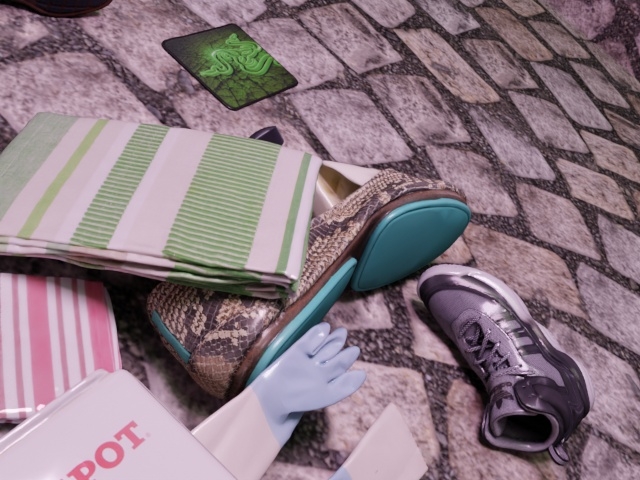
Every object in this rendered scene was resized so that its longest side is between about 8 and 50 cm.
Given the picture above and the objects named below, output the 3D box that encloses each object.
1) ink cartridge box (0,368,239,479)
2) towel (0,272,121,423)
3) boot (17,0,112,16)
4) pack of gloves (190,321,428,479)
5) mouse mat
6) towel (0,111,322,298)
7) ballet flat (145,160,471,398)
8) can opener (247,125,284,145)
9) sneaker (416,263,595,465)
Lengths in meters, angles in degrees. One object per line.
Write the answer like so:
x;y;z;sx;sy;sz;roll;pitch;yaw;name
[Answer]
-0.104;0.307;0.448;0.385;0.160;0.279;43;37;8;ink cartridge box
-0.271;0.092;0.652;0.197;0.029;0.144;7;47;-31;towel
-0.380;-0.355;0.984;0.219;0.082;0.106;-6;58;-40;boot
-0.016;0.199;0.692;0.232;0.046;0.195;-36;104;-43;pack of gloves
-0.131;-0.266;1.153;0.152;0.007;0.190;43;37;7;mouse mat
-0.168;-0.044;0.763;0.325;0.038;0.248;7;37;2;towel
0.000;0.000;0.869;0.182;0.164;0.483;39;40;18;ballet flat
-0.102;-0.075;0.940;0.186;0.059;0.073;-45;111;-43;can opener
0.213;0.147;0.916;0.268;0.101;0.153;42;35;2;sneaker
